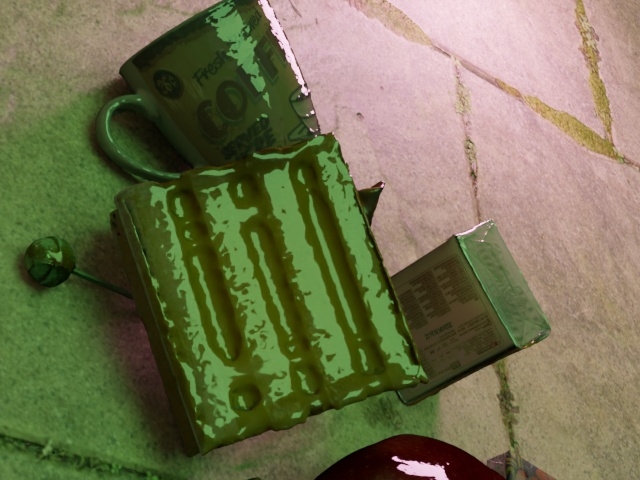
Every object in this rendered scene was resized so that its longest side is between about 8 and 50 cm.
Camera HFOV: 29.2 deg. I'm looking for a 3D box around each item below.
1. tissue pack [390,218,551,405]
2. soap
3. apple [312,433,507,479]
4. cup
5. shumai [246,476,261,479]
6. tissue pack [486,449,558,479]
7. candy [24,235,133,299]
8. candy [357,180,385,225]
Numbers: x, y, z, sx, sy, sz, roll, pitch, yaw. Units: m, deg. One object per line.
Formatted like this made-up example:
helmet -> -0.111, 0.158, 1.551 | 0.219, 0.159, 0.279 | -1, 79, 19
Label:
tissue pack -> 0.186, 0.107, 1.766 | 0.124, 0.225, 0.185 | -20, 79, -51
soap -> -0.068, 0.067, 1.479 | 0.293, 0.156, 0.335 | -19, 85, -17
apple -> 0.099, 0.377, 1.445 | 0.288, 0.288, 0.317 | 56, 30, 0
cup -> -0.142, -0.160, 1.641 | 0.301, 0.227, 0.257 | -32, 93, -24
shumai -> -0.136, 0.352, 1.330 | 0.152, 0.161, 0.210 | 13, 83, -7
tissue pack -> 0.310, 0.395, 1.826 | 0.148, 0.060, 0.109 | 34, 42, -24
candy -> -0.267, 0.050, 1.471 | 0.202, 0.061, 0.061 | 29, 45, -42
candy -> 0.000, 0.000, 1.709 | 0.101, 0.143, 0.271 | 54, 38, -9
